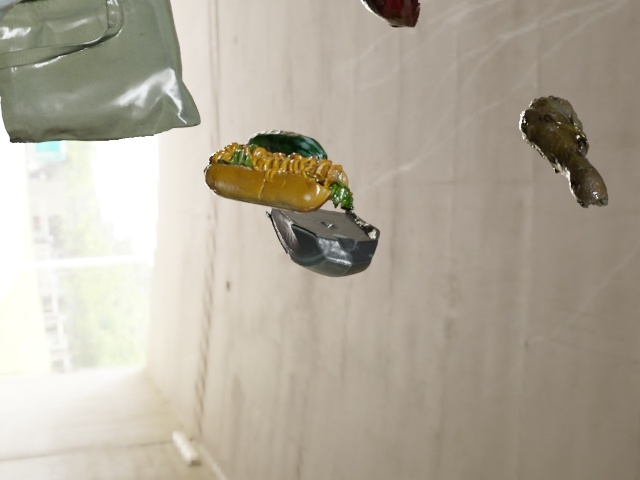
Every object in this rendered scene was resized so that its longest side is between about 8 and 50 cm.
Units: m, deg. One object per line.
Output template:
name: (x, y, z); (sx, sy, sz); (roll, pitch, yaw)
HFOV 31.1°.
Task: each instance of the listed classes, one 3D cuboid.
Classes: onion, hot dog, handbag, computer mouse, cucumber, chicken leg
onion: (0.091, -0.398, 1.618); (0.151, 0.098, 0.206); (85, 4, -46)
hot dog: (-0.046, -0.066, 1.185); (0.188, 0.072, 0.055); (10, -63, 36)
handbag: (-0.301, -0.269, 1.483); (0.109, 0.253, 0.316); (104, -25, -74)
computer mouse: (0.002, 0.003, 1.564); (0.231, 0.126, 0.071); (-140, -124, -64)
cucumber: (-0.038, -0.107, 1.320); (0.168, 0.039, 0.039); (17, -68, 52)
chicken leg: (0.280, -0.102, 1.325); (0.198, 0.069, 0.085); (-106, 170, -49)

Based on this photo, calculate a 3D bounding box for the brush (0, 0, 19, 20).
brush: (-0.142, -0.188, 0.658); (0.085, 0.336, 0.020); (68, 10, 17)
